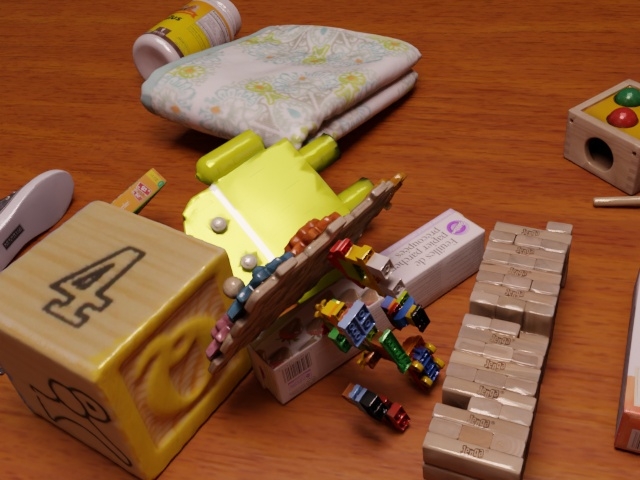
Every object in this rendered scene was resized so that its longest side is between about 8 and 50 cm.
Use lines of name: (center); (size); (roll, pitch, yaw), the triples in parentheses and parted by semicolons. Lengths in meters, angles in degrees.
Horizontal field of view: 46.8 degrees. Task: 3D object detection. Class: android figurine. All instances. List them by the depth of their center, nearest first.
android figurine: (-0.062, -0.024, 0.948); (0.272, 0.056, 0.248); (-34, 76, -19)

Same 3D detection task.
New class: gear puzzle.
gear puzzle: (0.000, 0.000, 0.805); (0.044, 0.175, 0.339); (42, 48, 9)

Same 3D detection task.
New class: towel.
towel: (-0.054, -0.263, 1.214); (0.320, 0.090, 0.374); (19, 40, 31)

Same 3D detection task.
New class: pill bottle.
pill bottle: (-0.243, -0.375, 1.389); (0.117, 0.117, 0.215); (17, 47, 26)

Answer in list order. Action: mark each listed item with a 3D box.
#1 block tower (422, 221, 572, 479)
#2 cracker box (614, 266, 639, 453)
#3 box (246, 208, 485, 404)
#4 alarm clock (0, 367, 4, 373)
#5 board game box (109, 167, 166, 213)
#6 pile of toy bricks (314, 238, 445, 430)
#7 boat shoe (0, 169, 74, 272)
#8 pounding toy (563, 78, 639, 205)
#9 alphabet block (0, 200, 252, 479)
block tower: (0.195, 0.115, 0.785); (0.097, 0.091, 0.335); (12, 45, 21)
cracker box: (0.399, 0.122, 0.760); (0.155, 0.067, 0.232); (11, 46, 20)
box: (0.061, 0.071, 0.877); (0.324, 0.067, 0.063); (-32, 46, -23)
alarm clock: (-0.479, 0.137, 0.894); (0.192, 0.064, 0.129); (3, 43, 8)
board game box: (-0.303, 0.008, 0.951); (0.124, 0.039, 0.259); (-38, 14, 39)
pile of toy bricks: (0.040, 0.097, 0.758); (0.105, 0.212, 0.118); (20, 63, 42)
boat shoe: (-0.454, -0.026, 1.071); (0.076, 0.080, 0.228); (15, 54, 22)
pounding toy: (0.437, -0.121, 1.006); (0.181, 0.094, 0.206); (-27, 44, -20)
alphabet block: (-0.214, 0.101, 0.797); (0.197, 0.192, 0.193); (20, 51, 28)
